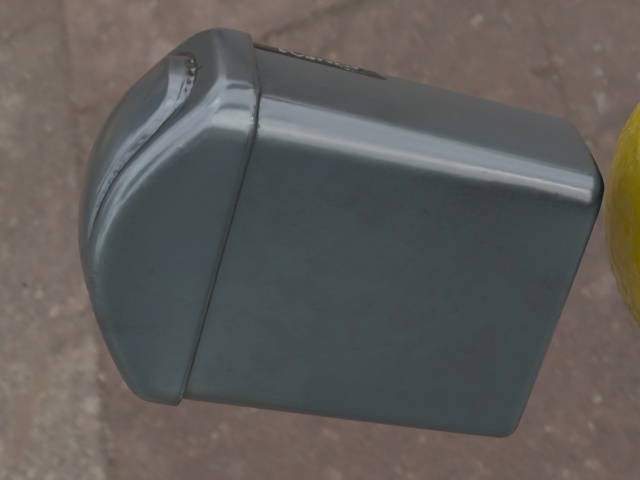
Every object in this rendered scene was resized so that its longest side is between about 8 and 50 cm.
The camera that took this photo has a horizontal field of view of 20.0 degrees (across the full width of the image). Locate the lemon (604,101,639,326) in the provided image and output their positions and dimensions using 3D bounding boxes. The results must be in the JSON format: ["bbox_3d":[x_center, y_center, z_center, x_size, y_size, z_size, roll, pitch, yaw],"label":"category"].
[{"bbox_3d":[0.240,-0.004,0.940,0.187,0.244,0.187,-10,28,5],"label":"lemon"}]

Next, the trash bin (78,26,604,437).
[{"bbox_3d":[0.000,0.000,0.885,0.101,0.236,0.176,-104,27,-62],"label":"trash bin"}]
